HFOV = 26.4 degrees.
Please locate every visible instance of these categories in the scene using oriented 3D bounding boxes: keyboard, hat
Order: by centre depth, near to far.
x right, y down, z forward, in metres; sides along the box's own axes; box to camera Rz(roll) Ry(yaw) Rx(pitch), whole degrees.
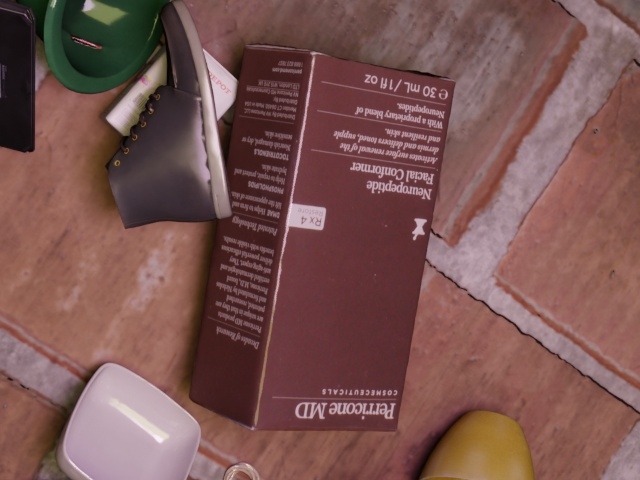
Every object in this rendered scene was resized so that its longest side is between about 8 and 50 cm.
[{"bbox_3d":[-0.326,-0.165,1.318,0.108,0.023,0.180,15,135,2],"label":"keyboard"},{"bbox_3d":[-0.285,-0.254,1.378,0.208,0.183,0.173,-9,118,-59],"label":"hat"}]

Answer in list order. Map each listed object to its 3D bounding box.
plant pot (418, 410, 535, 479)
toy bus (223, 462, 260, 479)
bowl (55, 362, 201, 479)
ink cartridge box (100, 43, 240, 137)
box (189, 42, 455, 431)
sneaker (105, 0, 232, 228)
[{"bbox_3d":[0.184,0.249,1.541,0.134,0.134,0.095,26,62,-18],"label":"plant pot"},{"bbox_3d":[-0.106,0.377,1.469,0.191,0.104,0.202,-28,104,-12],"label":"toy bus"},{"bbox_3d":[-0.207,0.215,1.420,0.142,0.053,0.142,39,42,-17],"label":"bowl"},{"bbox_3d":[-0.154,-0.143,1.418,0.088,0.052,0.122,43,85,-17],"label":"ink cartridge box"},{"bbox_3d":[0.000,0.000,1.416,0.191,0.143,0.381,5,97,-35],"label":"box"},{"bbox_3d":[-0.162,-0.123,1.348,0.118,0.083,0.222,-10,92,-3],"label":"sneaker"}]
